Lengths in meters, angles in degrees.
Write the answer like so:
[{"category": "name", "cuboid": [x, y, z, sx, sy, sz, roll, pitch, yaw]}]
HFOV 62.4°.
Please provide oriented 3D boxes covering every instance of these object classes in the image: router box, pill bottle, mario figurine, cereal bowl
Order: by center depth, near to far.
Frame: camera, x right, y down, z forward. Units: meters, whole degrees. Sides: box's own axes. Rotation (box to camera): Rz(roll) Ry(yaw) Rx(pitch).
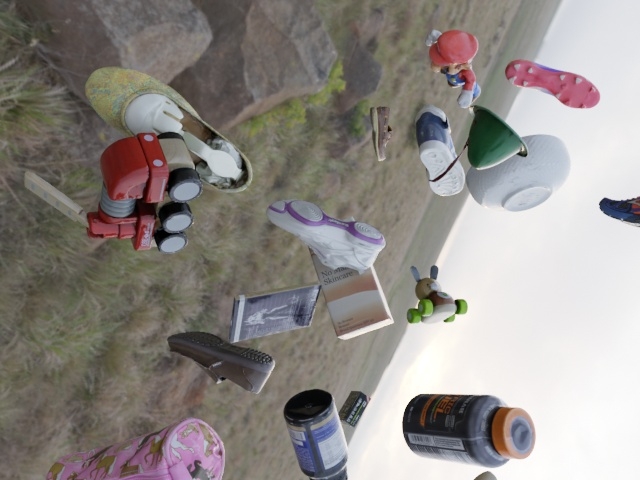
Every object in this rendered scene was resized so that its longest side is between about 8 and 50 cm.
[{"category": "pill bottle", "cuboid": [0.281, 0.359, 1.009, 0.245, 0.130, 0.130, -22, -150, 54]}, {"category": "pill bottle", "cuboid": [-0.003, 0.470, 1.232, 0.123, 0.122, 0.219, -45, 125, -59]}, {"category": "router box", "cuboid": [0.091, 0.473, 1.486, 0.092, 0.038, 0.122, -55, 179, -18]}, {"category": "mario figurine", "cuboid": [0.411, -0.545, 1.689, 0.170, 0.198, 0.320, -62, 153, 0]}, {"category": "cereal bowl", "cuboid": [0.669, -0.195, 1.758, 0.339, 0.339, 0.141, 91, -12, -62]}]

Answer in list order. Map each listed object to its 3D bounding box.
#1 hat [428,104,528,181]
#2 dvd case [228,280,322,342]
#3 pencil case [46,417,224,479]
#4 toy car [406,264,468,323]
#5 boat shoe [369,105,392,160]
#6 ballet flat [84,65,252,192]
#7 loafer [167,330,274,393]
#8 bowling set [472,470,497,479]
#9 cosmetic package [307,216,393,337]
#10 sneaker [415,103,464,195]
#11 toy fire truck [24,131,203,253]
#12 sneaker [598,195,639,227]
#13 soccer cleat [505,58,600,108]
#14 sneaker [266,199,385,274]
[{"category": "hat", "cuboid": [0.358, -0.187, 1.241, 0.183, 0.173, 0.208, -48, 156, 8]}, {"category": "dvd case", "cuboid": [-0.114, 0.177, 1.307, 0.221, 0.018, 0.164, -9, 136, -25]}, {"category": "pencil case", "cuboid": [-0.377, 0.472, 1.068, 0.160, 0.386, 0.167, 52, 27, -30]}, {"category": "toy car", "cuboid": [0.356, 0.163, 1.692, 0.149, 0.155, 0.188, 124, -37, -56]}, {"category": "boat shoe", "cuboid": [0.182, -0.310, 1.543, 0.064, 0.060, 0.178, -95, 175, -47]}, {"category": "ballet flat", "cuboid": [-0.257, -0.194, 0.977, 0.348, 0.123, 0.123, 35, 78, -41]}, {"category": "loafer", "cuboid": [-0.321, 0.375, 1.615, 0.134, 0.366, 0.130, 5, 98, -67]}, {"category": "bowling set", "cuboid": [0.463, 0.817, 1.555, 0.154, 0.287, 0.200, -26, 175, -18]}, {"category": "cosmetic package", "cuboid": [0.077, 0.105, 1.445, 0.153, 0.296, 0.129, -22, 162, 7]}, {"category": "sneaker", "cuboid": [0.419, -0.329, 1.851, 0.323, 0.130, 0.236, 45, 41, -51]}, {"category": "toy fire truck", "cuboid": [-0.352, -0.085, 0.892, 0.246, 0.158, 0.217, -8, 146, -32]}, {"category": "sneaker", "cuboid": [0.737, -0.071, 1.191, 0.221, 0.083, 0.087, 28, -80, 59]}, {"category": "soccer cleat", "cuboid": [0.606, -0.415, 1.381, 0.095, 0.248, 0.083, -57, 165, -53]}, {"category": "sneaker", "cuboid": [0.000, 0.000, 1.325, 0.114, 0.305, 0.152, -72, -176, -55]}]
